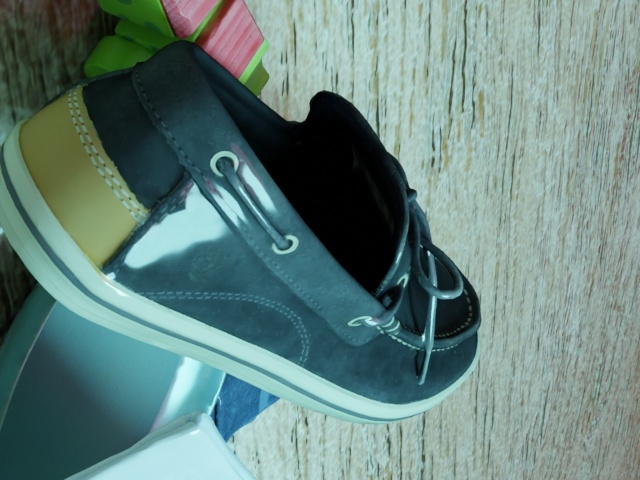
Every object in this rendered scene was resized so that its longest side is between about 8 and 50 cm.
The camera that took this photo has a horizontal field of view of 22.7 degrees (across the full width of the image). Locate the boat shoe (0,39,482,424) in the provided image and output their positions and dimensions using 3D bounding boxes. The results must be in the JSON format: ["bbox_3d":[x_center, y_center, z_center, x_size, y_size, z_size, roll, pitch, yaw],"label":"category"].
[{"bbox_3d":[0.000,0.000,1.045,0.156,0.186,0.500,-40,150,16],"label":"boat shoe"}]

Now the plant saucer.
[{"bbox_3d":[-0.153,0.103,1.135,0.317,0.044,0.317,-52,154,-38],"label":"plant saucer"}]

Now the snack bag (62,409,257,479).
[{"bbox_3d":[-0.176,0.236,1.056,0.343,0.037,0.323,-28,147,2],"label":"snack bag"}]

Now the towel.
[{"bbox_3d":[-0.061,0.126,1.367,0.119,0.029,0.067,-32,138,-47],"label":"towel"}]

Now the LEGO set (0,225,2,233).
[{"bbox_3d":[-0.258,0.093,0.953,0.182,0.060,0.244,-47,148,-39],"label":"LEGO set"}]

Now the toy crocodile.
[{"bbox_3d":[-0.096,-0.161,0.971,0.115,0.105,0.340,-56,153,-17],"label":"toy crocodile"}]
